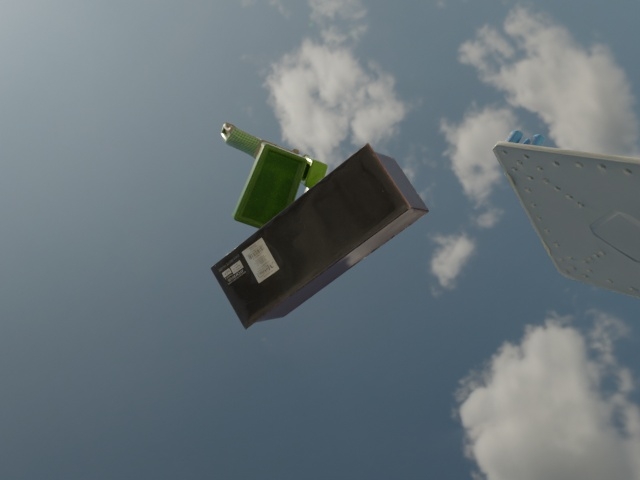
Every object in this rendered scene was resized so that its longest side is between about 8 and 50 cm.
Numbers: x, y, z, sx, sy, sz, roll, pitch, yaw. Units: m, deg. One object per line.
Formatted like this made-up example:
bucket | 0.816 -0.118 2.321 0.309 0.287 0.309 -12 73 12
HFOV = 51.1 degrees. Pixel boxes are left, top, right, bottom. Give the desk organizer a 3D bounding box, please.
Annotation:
desk organizer | 0.000 0.000 0.422 0.047 0.130 0.050 58 -160 14

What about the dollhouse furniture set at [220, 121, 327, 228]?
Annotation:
dollhouse furniture set | -0.045 -0.050 0.535 0.076 0.151 0.058 20 -82 -17

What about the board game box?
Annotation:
board game box | 0.520 -0.021 1.103 0.050 0.390 0.390 -53 -51 -16
